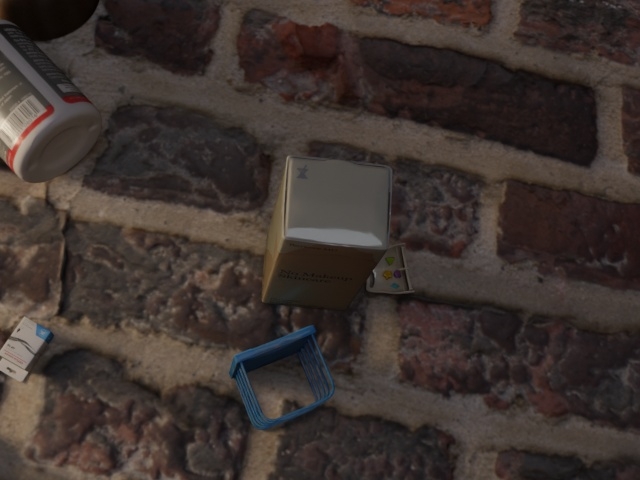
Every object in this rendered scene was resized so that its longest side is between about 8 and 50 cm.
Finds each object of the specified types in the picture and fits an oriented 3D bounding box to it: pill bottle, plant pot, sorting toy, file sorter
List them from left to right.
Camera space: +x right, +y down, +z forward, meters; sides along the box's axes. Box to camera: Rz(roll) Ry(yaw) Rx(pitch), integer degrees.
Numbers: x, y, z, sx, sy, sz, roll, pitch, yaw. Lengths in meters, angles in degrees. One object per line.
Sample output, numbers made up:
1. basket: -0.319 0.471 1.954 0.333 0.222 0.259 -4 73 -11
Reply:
1. pill bottle: -0.493 -0.241 1.300 0.161 0.161 0.283 -41 80 -19
2. plant pot: -0.483 -0.483 1.351 0.215 0.230 0.215 2 70 -6
3. file sorter: -0.057 0.205 1.196 0.118 0.170 0.105 -19 78 -14
4. sorting toy: 0.107 0.054 1.341 0.075 0.045 0.083 -8 72 -3

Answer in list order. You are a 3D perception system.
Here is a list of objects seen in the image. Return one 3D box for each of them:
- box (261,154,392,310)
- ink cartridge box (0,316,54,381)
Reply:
1. box: 0.000 0.000 1.198 0.147 0.311 0.121 6 70 -6
2. ink cartridge box: -0.442 0.162 1.232 0.048 0.028 0.083 28 70 3
